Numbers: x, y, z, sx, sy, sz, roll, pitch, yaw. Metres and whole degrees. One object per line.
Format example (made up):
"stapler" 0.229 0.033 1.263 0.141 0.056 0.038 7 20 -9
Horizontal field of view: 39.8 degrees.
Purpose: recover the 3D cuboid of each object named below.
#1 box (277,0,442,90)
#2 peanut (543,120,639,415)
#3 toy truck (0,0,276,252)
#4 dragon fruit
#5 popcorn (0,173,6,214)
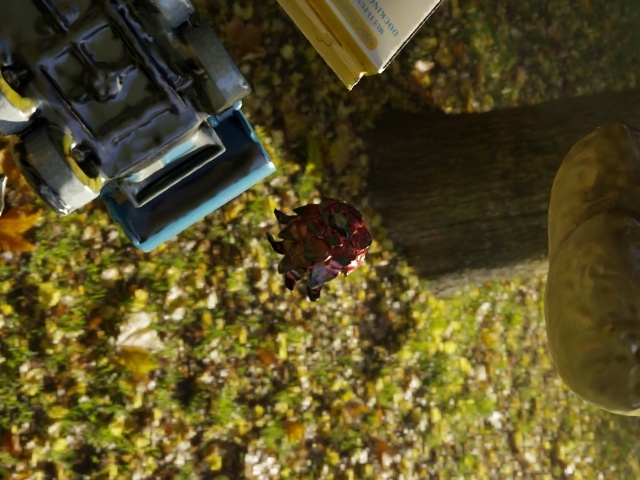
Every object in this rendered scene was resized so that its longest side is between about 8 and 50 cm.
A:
"box" 0.075 -0.278 0.882 0.129 0.033 0.247 47 71 -27
"peanut" 0.243 0.016 0.717 0.137 0.122 0.253 73 22 -47
"toy truck" -0.168 -0.157 0.538 0.367 0.146 0.175 58 0 -32
"dragon fruit" 0.003 0.005 1.276 0.130 0.142 0.121 -92 161 -49
"popcorn" -0.704 -0.062 1.420 0.381 0.349 0.349 -2 82 -22
